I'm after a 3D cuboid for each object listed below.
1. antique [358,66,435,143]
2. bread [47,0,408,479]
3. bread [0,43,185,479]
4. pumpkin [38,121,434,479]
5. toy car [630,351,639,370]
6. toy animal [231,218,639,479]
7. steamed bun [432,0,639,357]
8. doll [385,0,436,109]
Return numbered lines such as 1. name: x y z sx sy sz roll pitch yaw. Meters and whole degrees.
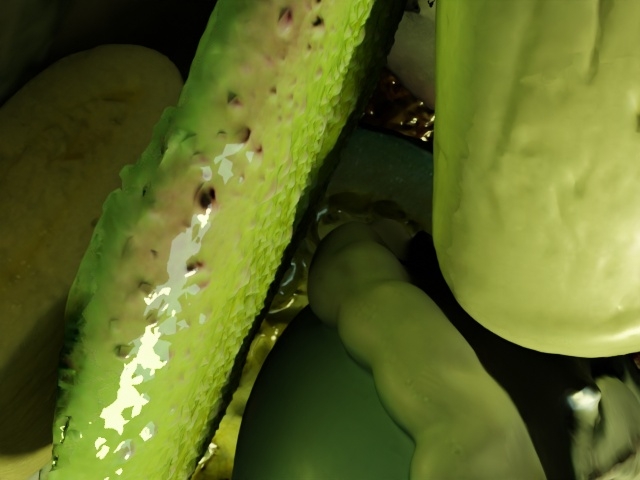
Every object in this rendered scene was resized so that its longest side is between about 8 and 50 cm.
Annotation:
1. antique: 0.000 0.000 0.880 0.310 0.087 0.093 -47 171 7
2. bread: -0.024 -0.014 0.454 0.301 0.045 0.301 22 90 -87
3. bread: -0.097 0.016 0.494 0.139 0.060 0.178 -55 174 -17
4. pumpkin: 0.010 0.084 0.731 0.293 0.263 0.197 -54 180 13
5. toy car: 0.108 0.023 1.060 0.340 0.271 0.240 -48 -170 6
6. toy animal: 0.035 0.101 0.544 0.208 0.156 0.204 10 111 -59
7. steamed bun: 0.116 -0.093 0.458 0.200 0.155 0.250 -38 130 -80
8. doll: 0.102 -0.136 0.614 0.192 0.149 0.095 -38 -157 15
